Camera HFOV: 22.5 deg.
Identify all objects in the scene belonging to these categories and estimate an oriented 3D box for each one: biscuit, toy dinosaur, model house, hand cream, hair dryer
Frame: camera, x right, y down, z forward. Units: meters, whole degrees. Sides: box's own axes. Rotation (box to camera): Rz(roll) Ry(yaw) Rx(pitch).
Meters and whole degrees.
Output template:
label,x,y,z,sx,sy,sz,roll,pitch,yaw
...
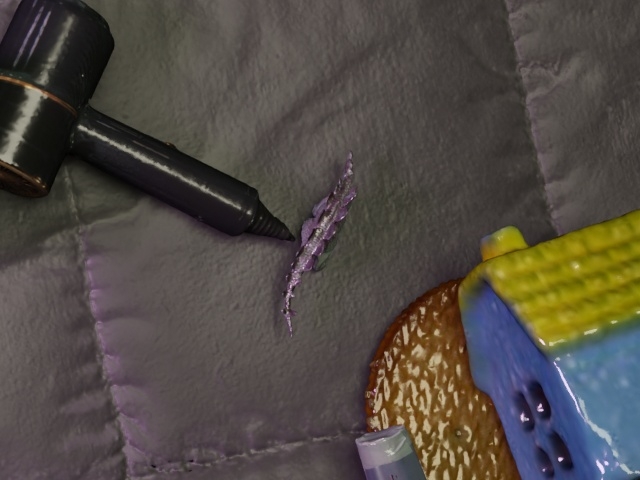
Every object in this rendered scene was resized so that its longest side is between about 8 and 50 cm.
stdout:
label,x,y,z,sx,sy,sz,roll,pitch,yaw
biscuit,0.186,0.183,1.676,0.305,0.038,0.305,4,77,-17
toy dinosaur,-0.002,0.000,1.637,0.039,0.082,0.208,22,75,-4
model house,0.285,0.111,1.595,0.237,0.215,0.303,-18,80,-20
hand cream,0.099,0.308,1.591,0.079,0.048,0.255,-17,100,13
hair dryer,-0.171,-0.095,1.608,0.352,0.107,0.189,26,74,-18
